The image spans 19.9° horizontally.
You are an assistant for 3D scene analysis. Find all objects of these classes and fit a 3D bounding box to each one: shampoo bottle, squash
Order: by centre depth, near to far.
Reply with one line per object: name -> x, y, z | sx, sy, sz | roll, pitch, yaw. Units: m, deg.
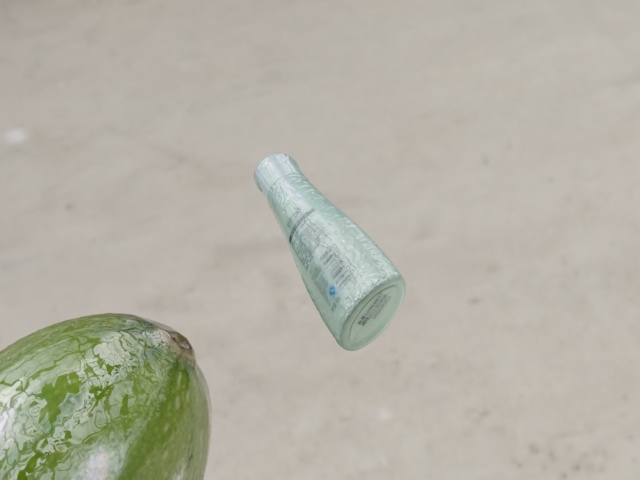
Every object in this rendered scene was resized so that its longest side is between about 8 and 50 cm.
shampoo bottle -> 0.000, 0.000, 1.346 | 0.041, 0.069, 0.191 | 17, 25, -37
squash -> -0.250, 0.197, 1.713 | 0.310, 0.309, 0.310 | 27, 4, -2
